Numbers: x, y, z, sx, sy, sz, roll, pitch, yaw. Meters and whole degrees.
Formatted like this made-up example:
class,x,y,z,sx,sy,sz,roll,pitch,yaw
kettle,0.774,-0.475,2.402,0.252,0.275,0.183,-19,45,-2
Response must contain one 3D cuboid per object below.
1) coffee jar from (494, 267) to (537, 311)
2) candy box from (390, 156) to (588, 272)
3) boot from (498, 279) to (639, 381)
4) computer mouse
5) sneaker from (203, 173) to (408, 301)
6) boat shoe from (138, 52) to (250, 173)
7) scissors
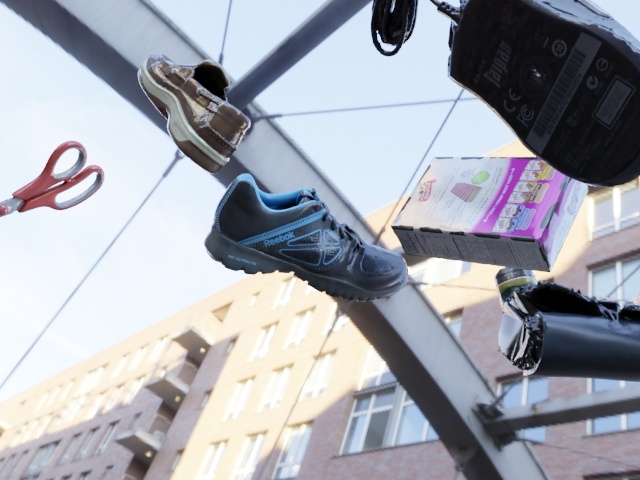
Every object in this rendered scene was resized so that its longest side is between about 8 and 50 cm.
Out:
class,x,y,z,sx,sy,sz,roll,pitch,yaw
coffee jar,0.399,0.142,1.219,0.079,0.184,0.096,-20,-30,22
candy box,0.240,-0.045,0.904,0.233,0.159,0.071,8,-37,43
boot,0.285,0.080,0.621,0.207,0.246,0.094,7,-81,9
computer mouse,0.144,-0.168,0.415,0.262,0.060,0.184,46,-38,34
sneaker,0.000,0.000,0.970,0.341,0.125,0.139,13,-73,-23
boat shoe,-0.154,-0.185,0.797,0.095,0.257,0.095,-46,-41,10
scissors,-0.457,-0.046,0.937,0.021,0.297,0.109,30,-34,28
